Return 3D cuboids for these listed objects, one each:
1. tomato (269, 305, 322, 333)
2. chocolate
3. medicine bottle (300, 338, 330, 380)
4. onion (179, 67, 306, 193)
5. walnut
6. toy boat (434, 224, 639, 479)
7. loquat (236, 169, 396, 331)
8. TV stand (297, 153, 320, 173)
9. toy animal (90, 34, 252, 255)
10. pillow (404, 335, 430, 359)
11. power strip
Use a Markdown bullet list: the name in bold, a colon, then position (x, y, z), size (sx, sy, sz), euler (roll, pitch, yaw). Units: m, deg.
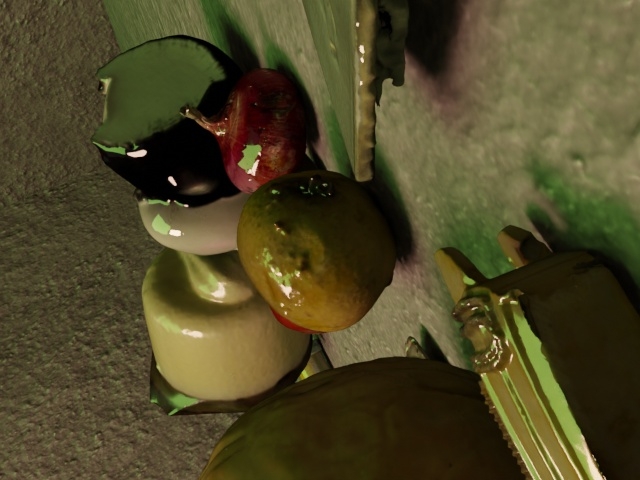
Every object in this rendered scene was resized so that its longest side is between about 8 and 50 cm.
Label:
- **tomato**: position (-0.048, 0.067, 1.147), size (0.166, 0.082, 0.174), euler (44, -154, -75)
- **chocolate**: position (-0.196, 0.119, 1.394), size (0.314, 0.326, 0.297), euler (-79, -23, -47)
- **medicine bottle**: position (0.013, 0.308, 1.475), size (0.218, 0.074, 0.074), euler (61, 167, 12)
- **onion**: position (-0.095, -0.128, 0.856), size (0.150, 0.140, 0.150), euler (-6, 83, 58)
- **walnut**: position (0.054, 0.236, 0.590), size (0.277, 0.313, 0.252), euler (69, -174, -52)
- **toy boat**: position (0.164, 0.129, 0.423), size (0.310, 0.089, 0.115), euler (63, 159, 11)
- **loquat**: position (0.000, 0.013, 0.756), size (0.172, 0.149, 0.204), euler (47, 170, 43)
- **TV stand**: position (0.000, 0.000, 0.980), size (0.049, 0.040, 0.256), euler (54, 164, 42)
- **toy animal**: position (-0.174, -0.115, 1.078), size (0.251, 0.251, 0.310), euler (56, 178, 35)
- **pillow**: position (0.127, 0.215, 0.860), size (0.135, 0.049, 0.248), euler (53, 167, 28)
- **power strip**: position (0.025, -0.172, 0.478), size (0.198, 0.065, 0.213), euler (85, 170, -63)
